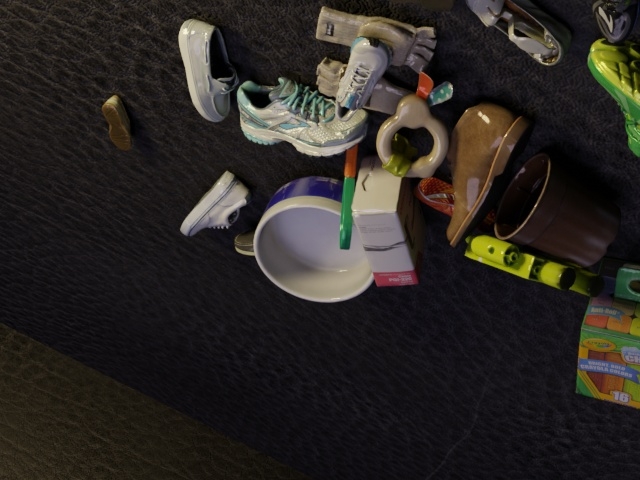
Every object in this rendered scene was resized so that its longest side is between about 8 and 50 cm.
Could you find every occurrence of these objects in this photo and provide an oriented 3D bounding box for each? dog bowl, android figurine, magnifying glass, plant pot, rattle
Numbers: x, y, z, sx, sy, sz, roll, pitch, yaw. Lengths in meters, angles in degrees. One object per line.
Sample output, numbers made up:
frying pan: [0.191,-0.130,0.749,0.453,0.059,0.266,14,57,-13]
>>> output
dog bowl: [0.000,0.000,2.015,0.265,0.104,0.265,8,131,10]
android figurine: [0.382,0.038,1.786,0.248,0.056,0.273,13,-172,-35]
magnifying glass: [0.055,-0.097,1.838,0.026,0.231,0.092,2,-171,-1]
plant pot: [0.416,-0.043,1.677,0.165,0.167,0.167,25,148,-12]
rattle: [0.169,-0.218,1.682,0.130,0.143,0.200,12,119,14]

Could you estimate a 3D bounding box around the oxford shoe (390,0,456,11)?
oxford shoe: [0.134,-0.406,1.465,0.212,0.076,0.076,28,153,30]

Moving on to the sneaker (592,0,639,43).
sneaker: [0.402,-0.347,1.332,0.067,0.078,0.188,13,145,23]

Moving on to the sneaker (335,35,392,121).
sneaker: [0.066,-0.261,1.609,0.071,0.083,0.191,22,152,0]

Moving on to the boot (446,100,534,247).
boot: [0.271,-0.117,1.717,0.115,0.112,0.305,33,135,16]

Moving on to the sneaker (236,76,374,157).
sneaker: [-0.039,-0.234,1.786,0.283,0.110,0.122,8,139,28]

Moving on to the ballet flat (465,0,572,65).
ballet flat: [0.282,-0.336,1.445,0.213,0.068,0.072,32,147,-6]

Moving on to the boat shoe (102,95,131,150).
boat shoe: [-0.434,-0.255,2.101,0.050,0.045,0.135,10,140,13]

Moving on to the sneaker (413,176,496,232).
sneaker: [0.261,-0.071,1.846,0.175,0.064,0.067,31,173,-4]

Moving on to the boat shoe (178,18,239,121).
boat shoe: [-0.200,-0.311,1.822,0.081,0.079,0.227,16,142,26]

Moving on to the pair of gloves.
pair of gloves: [0.092,-0.301,1.652,0.204,0.042,0.240,15,152,9]

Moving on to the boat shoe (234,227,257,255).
boat shoe: [-0.102,-0.018,2.159,0.223,0.080,0.073,-3,129,31]

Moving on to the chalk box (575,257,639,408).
chalk box: [0.587,0.161,1.798,0.180,0.179,0.289,12,144,22]

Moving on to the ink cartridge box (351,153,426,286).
ink cartridge box: [0.136,-0.039,1.866,0.092,0.158,0.218,-4,138,19]

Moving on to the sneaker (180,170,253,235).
sneaker: [-0.236,-0.060,2.177,0.091,0.094,0.258,40,145,-9]

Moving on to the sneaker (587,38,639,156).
sneaker: [0.498,-0.182,1.458,0.295,0.109,0.123,39,142,-17]
